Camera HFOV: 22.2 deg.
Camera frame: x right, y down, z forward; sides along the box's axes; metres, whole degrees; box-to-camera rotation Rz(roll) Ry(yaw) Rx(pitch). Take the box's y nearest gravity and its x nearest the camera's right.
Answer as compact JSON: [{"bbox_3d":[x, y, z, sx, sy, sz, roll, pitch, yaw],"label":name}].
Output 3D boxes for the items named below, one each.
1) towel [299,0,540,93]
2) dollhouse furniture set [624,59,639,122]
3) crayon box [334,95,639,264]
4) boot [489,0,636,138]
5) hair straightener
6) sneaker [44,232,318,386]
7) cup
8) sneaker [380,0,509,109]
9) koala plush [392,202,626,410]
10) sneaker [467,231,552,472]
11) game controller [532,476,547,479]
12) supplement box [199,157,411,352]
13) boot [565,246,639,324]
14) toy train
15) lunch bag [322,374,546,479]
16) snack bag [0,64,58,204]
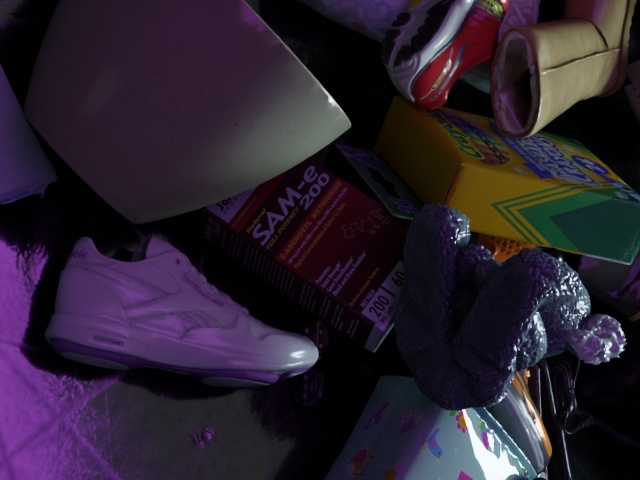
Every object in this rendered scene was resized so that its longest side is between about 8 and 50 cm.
[{"bbox_3d":[0.144,-0.400,2.015,0.321,0.090,0.374,21,70,-22],"label":"towel"},{"bbox_3d":[0.576,-0.152,2.201,0.286,0.198,0.303,-22,120,6],"label":"dollhouse furniture set"},{"bbox_3d":[0.203,-0.076,1.908,0.323,0.203,0.083,10,113,-26],"label":"crayon box"},{"bbox_3d":[0.296,-0.261,1.984,0.269,0.089,0.236,-22,109,-54],"label":"boot"},{"bbox_3d":[0.285,0.211,1.990,0.089,0.047,0.230,3,73,-28],"label":"hair straightener"},{"bbox_3d":[-0.135,0.074,1.746,0.305,0.114,0.152,13,74,-25],"label":"sneaker"},{"bbox_3d":[-0.167,-0.158,1.696,0.237,0.331,0.331,-43,102,0],"label":"cup"},{"bbox_3d":[0.178,-0.268,1.925,0.279,0.107,0.118,-49,128,-17],"label":"sneaker"},{"bbox_3d":[0.208,0.078,1.759,0.221,0.196,0.203,-3,114,-47],"label":"koala plush"},{"bbox_3d":[0.219,0.106,1.924,0.180,0.124,0.321,-31,94,-29],"label":"sneaker"},{"bbox_3d":[0.210,0.389,1.785,0.067,0.319,0.166,35,63,30],"label":"game controller"},{"bbox_3d":[0.000,0.000,1.809,0.239,0.073,0.130,33,66,8],"label":"supplement box"},{"bbox_3d":[0.388,-0.008,2.073,0.137,0.077,0.198,24,68,-16],"label":"boot"},{"bbox_3d":[-0.007,0.111,1.858,0.036,0.027,0.158,9,76,-30],"label":"toy train"},{"bbox_3d":[0.135,0.311,1.820,0.262,0.160,0.223,50,56,-25],"label":"lunch bag"},{"bbox_3d":[-0.472,-0.150,1.661,0.323,0.037,0.342,-26,92,-30],"label":"snack bag"}]
